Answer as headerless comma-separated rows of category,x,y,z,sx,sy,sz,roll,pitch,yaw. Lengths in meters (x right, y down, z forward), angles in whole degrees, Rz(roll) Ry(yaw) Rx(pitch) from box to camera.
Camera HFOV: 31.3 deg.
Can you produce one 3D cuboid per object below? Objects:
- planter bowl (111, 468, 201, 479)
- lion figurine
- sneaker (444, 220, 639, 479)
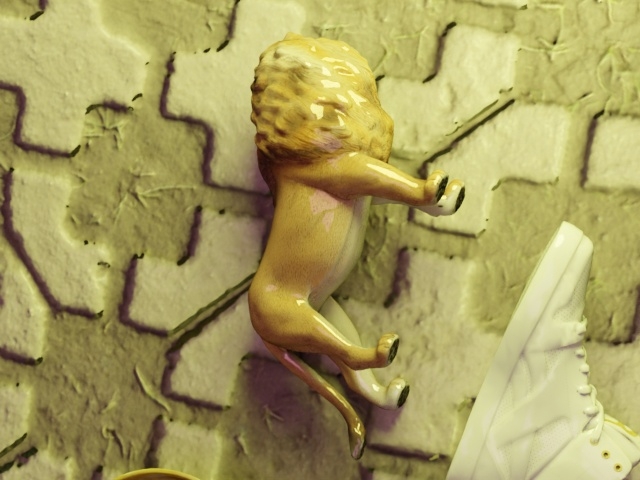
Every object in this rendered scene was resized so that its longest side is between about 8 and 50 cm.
planter bowl,-0.152,0.341,1.198,0.217,0.090,0.217,0,88,15
lion figurine,0.000,0.000,1.150,0.240,0.142,0.392,19,97,21
sneaker,0.246,0.141,1.103,0.169,0.108,0.293,22,103,12
